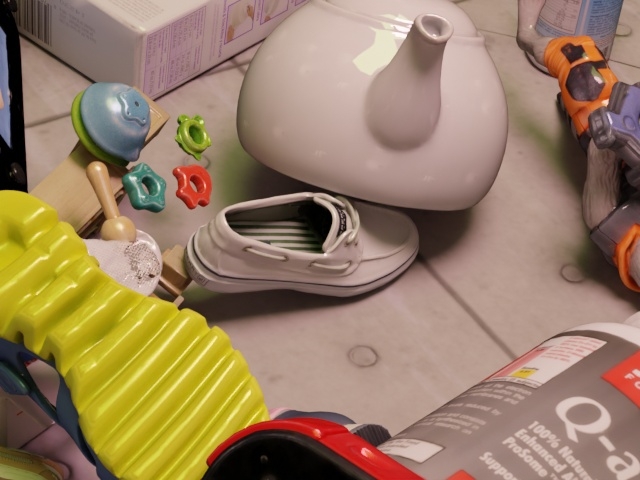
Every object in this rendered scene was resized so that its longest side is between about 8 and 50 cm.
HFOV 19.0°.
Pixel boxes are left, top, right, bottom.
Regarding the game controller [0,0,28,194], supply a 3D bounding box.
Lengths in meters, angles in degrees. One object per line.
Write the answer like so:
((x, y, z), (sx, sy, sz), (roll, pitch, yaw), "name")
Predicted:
((-0.309, -0.161, 1.675), (0.067, 0.166, 0.319), (-17, 41, 3), "game controller")

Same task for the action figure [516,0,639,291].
((0.318, -0.059, 1.705), (0.341, 0.178, 0.330), (24, 40, -28), "action figure")

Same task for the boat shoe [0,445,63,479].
((-0.280, 0.165, 1.390), (0.190, 0.068, 0.072), (17, 29, -4), "boat shoe")

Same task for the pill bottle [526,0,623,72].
((0.253, -0.244, 1.856), (0.087, 0.160, 0.087), (5, 41, -4), "pill bottle")

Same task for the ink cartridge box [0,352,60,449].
((-0.242, 0.088, 1.472), (0.198, 0.067, 0.115), (31, 46, 27), "ink cartridge box")

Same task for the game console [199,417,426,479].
((0.028, 0.321, 1.108), (0.386, 0.342, 0.060), (31, 3, 26), "game console")

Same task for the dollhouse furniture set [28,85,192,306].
((-0.162, -0.005, 1.599), (0.161, 0.101, 0.182), (40, 45, 0), "dollhouse furniture set")

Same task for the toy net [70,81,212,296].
((-0.149, -0.023, 1.524), (0.122, 0.045, 0.232), (32, 46, -33), "toy net")

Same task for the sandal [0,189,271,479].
((-0.144, 0.097, 1.326), (0.126, 0.138, 0.317), (-35, 60, -22), "sandal")

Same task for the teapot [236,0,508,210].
((0.055, -0.145, 1.642), (0.256, 0.187, 0.252), (22, 15, 34), "teapot")

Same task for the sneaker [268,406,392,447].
((-0.085, 0.228, 1.330), (0.131, 0.112, 0.319), (12, 37, 41), "sneaker")

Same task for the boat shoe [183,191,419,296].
((0.000, 0.000, 1.571), (0.226, 0.076, 0.083), (-10, 65, -36), "boat shoe")

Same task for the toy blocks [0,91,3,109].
((-0.412, -0.085, 1.392), (0.288, 0.309, 0.260), (4, 25, 32), "toy blocks")

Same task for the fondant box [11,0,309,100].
((-0.144, -0.282, 1.890), (0.238, 0.096, 0.330), (34, 48, 27), "fondant box")

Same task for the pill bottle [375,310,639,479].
((0.171, 0.182, 1.318), (0.363, 0.210, 0.210), (-29, 52, -34), "pill bottle")
